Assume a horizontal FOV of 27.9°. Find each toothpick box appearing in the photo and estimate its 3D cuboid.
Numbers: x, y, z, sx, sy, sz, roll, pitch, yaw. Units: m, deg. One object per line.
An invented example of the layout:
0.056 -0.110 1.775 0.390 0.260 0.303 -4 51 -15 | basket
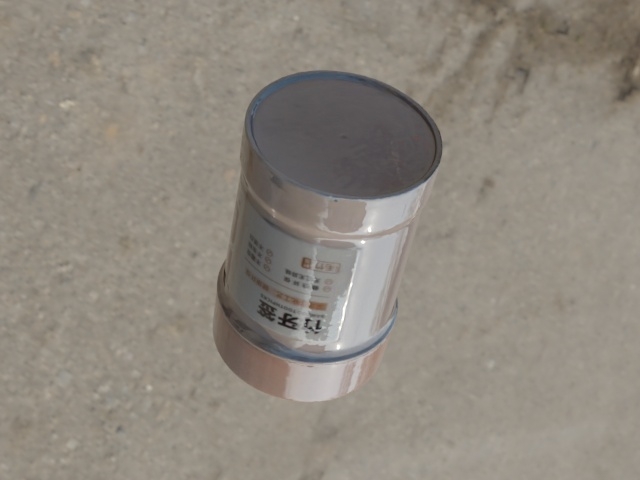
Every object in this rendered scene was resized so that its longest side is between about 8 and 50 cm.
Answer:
0.000 0.000 0.664 0.098 0.098 0.149 -33 150 -37 | toothpick box
